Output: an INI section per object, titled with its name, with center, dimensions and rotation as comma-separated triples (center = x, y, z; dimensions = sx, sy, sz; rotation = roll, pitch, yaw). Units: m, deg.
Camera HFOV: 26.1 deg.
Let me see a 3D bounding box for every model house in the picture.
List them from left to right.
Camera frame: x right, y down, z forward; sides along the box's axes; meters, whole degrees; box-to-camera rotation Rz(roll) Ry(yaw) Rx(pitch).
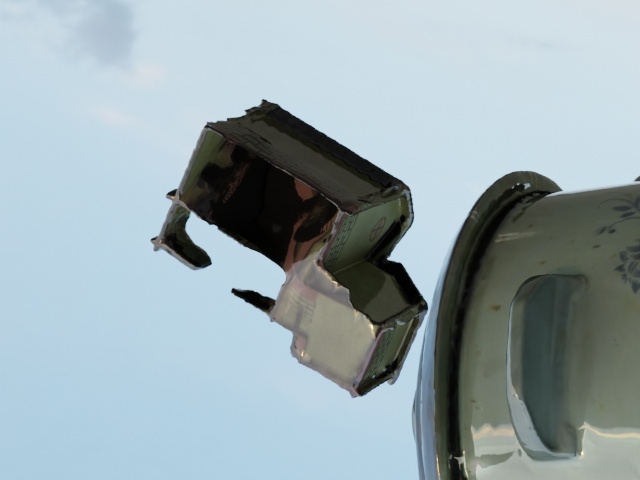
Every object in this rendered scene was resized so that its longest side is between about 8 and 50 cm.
[model house]
center = 0.000, 0.000, 0.424
dimensions = 0.083, 0.057, 0.058
rotation = 31, -158, 17

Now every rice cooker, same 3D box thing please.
[rice cooker]
center = 0.185, 0.087, 0.692
dimensions = 0.316, 0.264, 0.317
rotation = 4, 163, 1
